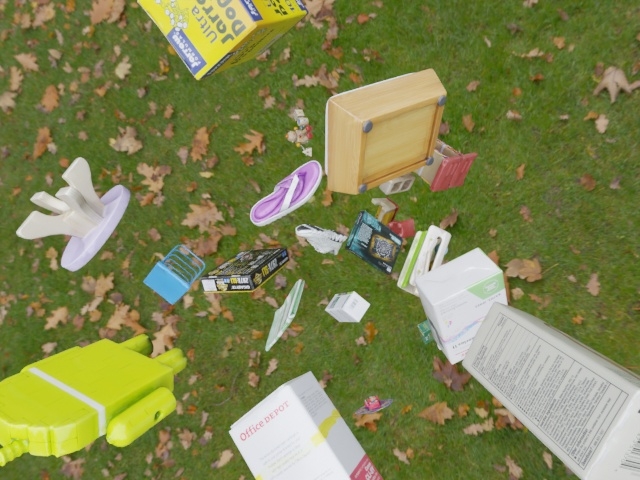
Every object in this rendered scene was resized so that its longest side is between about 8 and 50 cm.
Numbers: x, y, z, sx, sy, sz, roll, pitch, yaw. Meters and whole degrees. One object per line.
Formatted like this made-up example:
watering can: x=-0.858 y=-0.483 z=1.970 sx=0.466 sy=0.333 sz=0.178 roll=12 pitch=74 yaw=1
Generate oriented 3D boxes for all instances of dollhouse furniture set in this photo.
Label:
dollhouse furniture set: x=0.315 y=-0.163 z=1.329 sx=0.201 sy=0.152 sz=0.373 roll=49 pitch=137 yaw=33

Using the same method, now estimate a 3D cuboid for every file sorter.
file sorter: x=-0.457 y=0.105 z=1.272 sx=0.118 sy=0.104 sz=0.170 roll=42 pitch=138 yaw=-12

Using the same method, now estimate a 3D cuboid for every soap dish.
soap dish: x=0.150 y=-0.243 z=0.928 sx=0.291 sy=0.228 sz=0.118 roll=-25 pitch=49 yaw=-24

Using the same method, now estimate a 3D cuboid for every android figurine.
android figurine: x=-0.342 y=0.222 z=0.598 sx=0.249 sy=0.273 sz=0.056 roll=12 pitch=106 yaw=24

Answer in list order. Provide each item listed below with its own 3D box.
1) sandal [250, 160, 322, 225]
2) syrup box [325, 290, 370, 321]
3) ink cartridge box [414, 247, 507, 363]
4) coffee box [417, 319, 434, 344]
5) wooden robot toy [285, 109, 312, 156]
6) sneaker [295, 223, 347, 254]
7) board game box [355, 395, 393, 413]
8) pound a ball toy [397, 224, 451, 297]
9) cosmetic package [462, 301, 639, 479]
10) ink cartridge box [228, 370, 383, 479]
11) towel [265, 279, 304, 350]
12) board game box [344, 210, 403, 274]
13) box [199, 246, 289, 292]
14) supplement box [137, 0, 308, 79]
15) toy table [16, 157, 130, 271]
sandal: x=-0.164 y=-0.207 z=1.818 sx=0.416 sy=0.102 sz=0.169 roll=-40 pitch=60 yaw=14
syrup box: x=0.113 y=0.294 z=1.771 sx=0.096 sy=0.237 sz=0.093 roll=40 pitch=71 yaw=-8
ink cartridge box: x=0.424 y=0.218 z=1.168 sx=0.207 sy=0.353 sz=0.119 roll=-27 pitch=36 yaw=0
coffee box: x=0.439 y=0.293 z=1.447 sx=0.184 sy=0.113 sz=0.040 roll=-31 pitch=52 yaw=-2
wooden robot toy: x=-0.077 y=-0.360 z=1.351 sx=0.079 sy=0.076 sz=0.173 roll=-6 pitch=82 yaw=-25
sneaker: x=0.000 y=0.000 z=1.862 sx=0.110 sy=0.292 sz=0.118 roll=31 pitch=102 yaw=46
board game box: x=0.218 y=0.682 z=1.694 sx=0.169 sy=0.133 sz=0.033 roll=-32 pitch=75 yaw=46
pound a ball toy: x=0.443 y=0.103 z=1.631 sx=0.136 sy=0.208 sz=0.318 roll=26 pitch=74 yaw=-8
cosmetic package: x=0.395 y=0.237 z=0.671 sx=0.129 sy=0.296 sz=0.153 roll=20 pitch=100 yaw=-18
ink cartridge box: x=-0.048 y=0.636 z=1.200 sx=0.279 sy=0.160 sz=0.384 roll=-43 pitch=72 yaw=18
towel: x=-0.178 y=0.363 z=1.971 sx=0.038 sy=0.247 sz=0.324 roll=26 pitch=132 yaw=-11
board game box: x=0.165 y=0.009 z=1.204 sx=0.026 sy=0.186 sz=0.126 roll=3 pitch=65 yaw=54
box: x=-0.319 y=0.124 z=1.760 sx=0.257 sy=0.322 sz=0.079 roll=-7 pitch=107 yaw=26
supplement box: x=-0.203 y=-0.548 z=0.947 sx=0.195 sy=0.356 sz=0.194 roll=-26 pitch=111 yaw=31
toy table: x=-0.661 y=-0.076 z=1.091 sx=0.252 sy=0.161 sz=0.274 roll=-11 pitch=51 yaw=32
